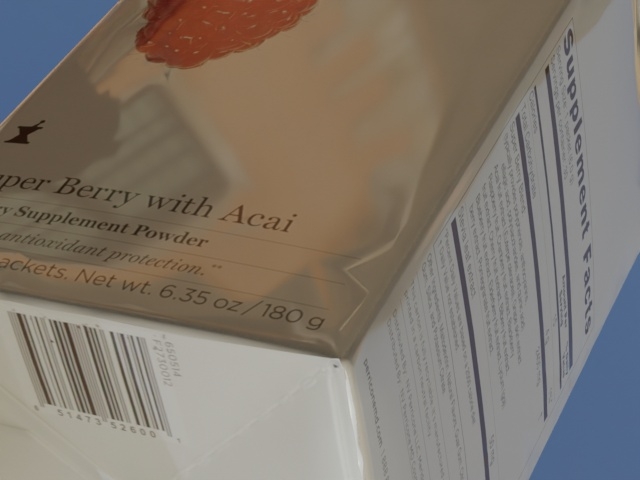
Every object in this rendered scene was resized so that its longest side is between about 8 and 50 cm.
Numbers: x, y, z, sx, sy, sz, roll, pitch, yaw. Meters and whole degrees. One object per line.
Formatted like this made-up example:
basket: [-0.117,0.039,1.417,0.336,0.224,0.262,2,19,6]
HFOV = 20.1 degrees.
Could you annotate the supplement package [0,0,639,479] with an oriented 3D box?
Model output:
supplement package: [0.000,0.000,0.688,0.178,0.175,0.293,9,-139,24]
